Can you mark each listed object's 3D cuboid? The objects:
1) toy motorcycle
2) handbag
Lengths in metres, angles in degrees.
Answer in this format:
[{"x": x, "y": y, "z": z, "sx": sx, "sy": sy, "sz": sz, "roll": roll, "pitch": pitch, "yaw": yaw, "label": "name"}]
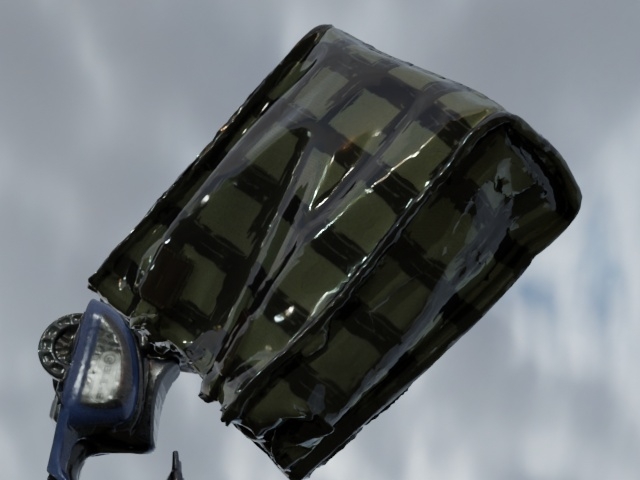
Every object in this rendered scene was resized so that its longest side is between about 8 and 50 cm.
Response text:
[{"x": -0.218, "y": 0.218, "z": 1.834, "sx": 0.213, "sy": 0.358, "sz": 0.125, "roll": 7, "pitch": -28, "yaw": 8, "label": "toy motorcycle"}, {"x": 0.000, "y": 0.000, "z": 1.381, "sx": 0.162, "sy": 0.327, "sz": 0.325, "roll": 49, "pitch": -7, "yaw": -33, "label": "handbag"}]
